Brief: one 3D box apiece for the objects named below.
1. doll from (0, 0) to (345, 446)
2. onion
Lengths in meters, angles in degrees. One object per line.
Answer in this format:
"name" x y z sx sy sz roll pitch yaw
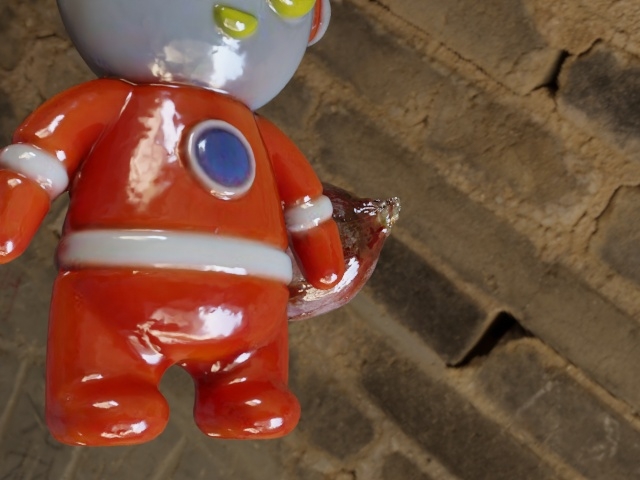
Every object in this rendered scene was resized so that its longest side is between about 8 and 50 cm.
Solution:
"doll" -0.062 -0.071 0.413 0.105 0.200 0.336 -13 -107 51
"onion" 0.000 0.000 0.896 0.195 0.159 0.159 -20 -84 22
